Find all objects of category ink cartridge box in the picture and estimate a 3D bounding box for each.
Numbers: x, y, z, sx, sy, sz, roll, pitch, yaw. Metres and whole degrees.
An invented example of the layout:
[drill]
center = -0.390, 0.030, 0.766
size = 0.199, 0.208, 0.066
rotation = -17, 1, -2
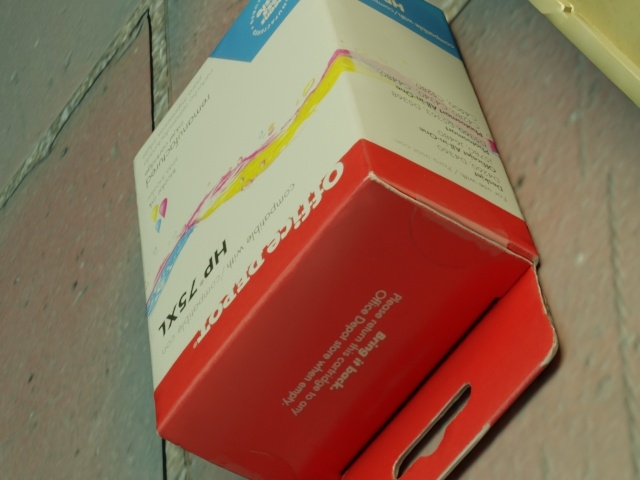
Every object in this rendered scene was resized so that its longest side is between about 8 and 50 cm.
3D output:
[ink cartridge box]
center = 0.000, 0.000, 0.722
size = 0.134, 0.078, 0.231
rotation = -51, 27, 24

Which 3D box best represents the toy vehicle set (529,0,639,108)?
[toy vehicle set]
center = 0.096, -0.158, 0.603
size = 0.267, 0.035, 0.166
rotation = 55, 134, 46
